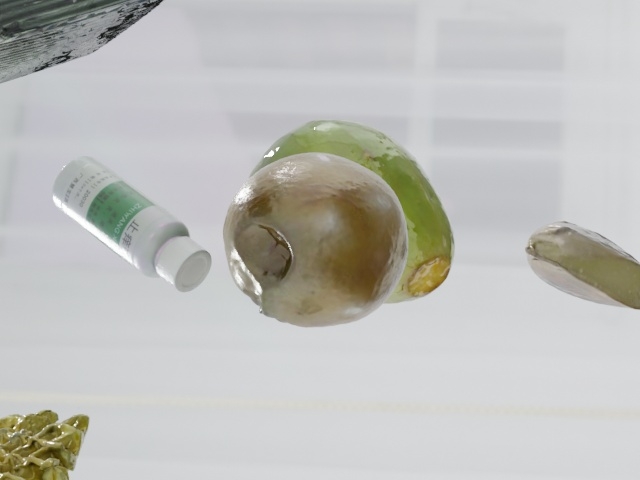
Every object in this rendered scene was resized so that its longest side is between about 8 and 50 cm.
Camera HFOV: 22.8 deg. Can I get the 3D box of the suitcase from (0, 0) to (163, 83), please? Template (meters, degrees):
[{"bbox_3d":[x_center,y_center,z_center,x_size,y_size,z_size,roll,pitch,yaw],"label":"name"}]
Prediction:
[{"bbox_3d":[-0.277,-0.234,1.498,0.312,0.202,0.128,-26,-90,-46],"label":"suitcase"}]

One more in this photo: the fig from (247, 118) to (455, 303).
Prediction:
[{"bbox_3d":[0.052,-0.029,2.236,0.258,0.326,0.258,-34,-39,-33],"label":"fig"}]

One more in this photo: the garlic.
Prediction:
[{"bbox_3d":[0.325,0.026,1.983,0.087,0.196,0.101,-65,26,0],"label":"garlic"}]

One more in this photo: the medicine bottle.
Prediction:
[{"bbox_3d":[-0.262,-0.021,2.210,0.095,0.260,0.095,-36,-36,-32],"label":"medicine bottle"}]

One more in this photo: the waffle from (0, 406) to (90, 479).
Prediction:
[{"bbox_3d":[-0.397,0.268,1.868,0.261,0.250,0.056,-93,-12,-71],"label":"waffle"}]

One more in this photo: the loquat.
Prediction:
[{"bbox_3d":[0.000,0.000,1.589,0.227,0.179,0.179,-13,-74,-62],"label":"loquat"}]
